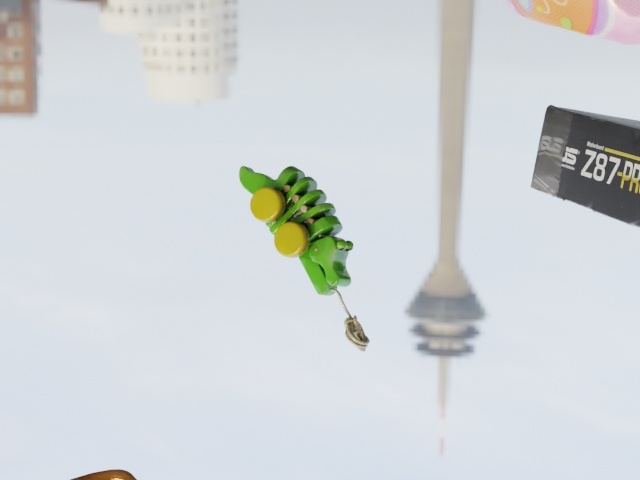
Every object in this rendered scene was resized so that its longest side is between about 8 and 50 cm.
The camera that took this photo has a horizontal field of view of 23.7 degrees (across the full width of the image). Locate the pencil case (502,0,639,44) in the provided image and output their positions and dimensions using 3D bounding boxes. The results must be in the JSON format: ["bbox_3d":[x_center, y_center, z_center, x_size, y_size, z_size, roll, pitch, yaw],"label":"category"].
[{"bbox_3d":[0.124,-0.219,0.575,0.124,0.284,0.124,-3,-152,2],"label":"pencil case"}]

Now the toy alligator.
[{"bbox_3d":[0.000,0.000,1.220,0.189,0.051,0.056,54,-160,23],"label":"toy alligator"}]

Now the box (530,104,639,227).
[{"bbox_3d":[0.441,-0.034,1.404,0.395,0.097,0.318,7,-172,-20],"label":"box"}]

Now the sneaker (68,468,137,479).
[{"bbox_3d":[-0.075,0.204,0.625,0.106,0.123,0.290,-8,-149,-20],"label":"sneaker"}]
